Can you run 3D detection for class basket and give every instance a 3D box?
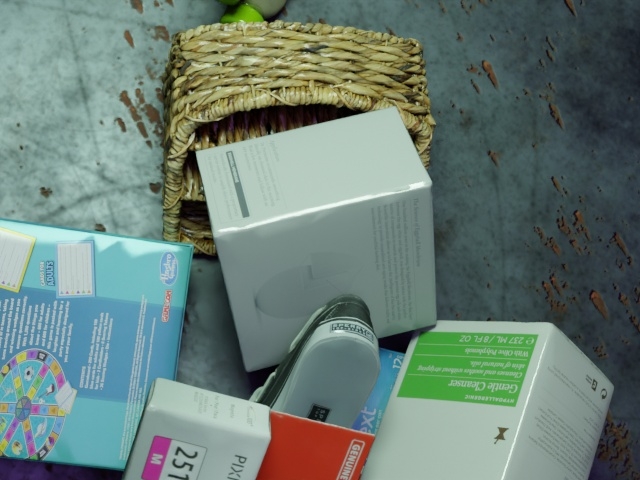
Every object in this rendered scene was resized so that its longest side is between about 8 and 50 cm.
[{"bbox_3d":[-0.026,-0.109,1.285,0.299,0.213,0.223,2,77,-13],"label":"basket"}]

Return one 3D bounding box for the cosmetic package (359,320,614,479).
[{"bbox_3d":[0.156,0.280,1.210,0.155,0.197,0.366,42,59,-35],"label":"cosmetic package"}]

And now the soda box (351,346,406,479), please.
[{"bbox_3d":[0.043,0.228,1.301,0.071,0.067,0.210,16,74,-9],"label":"soda box"}]

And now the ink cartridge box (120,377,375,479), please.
[{"bbox_3d":[-0.096,0.296,1.179,0.238,0.060,0.275,16,113,-9],"label":"ink cartridge box"}]

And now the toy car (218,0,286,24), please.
[{"bbox_3d":[-0.133,-0.352,1.384,0.188,0.149,0.155,20,67,22],"label":"toy car"}]

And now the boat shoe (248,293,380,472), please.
[{"bbox_3d":[-0.028,0.190,1.229,0.113,0.105,0.306,18,118,-9],"label":"boat shoe"}]

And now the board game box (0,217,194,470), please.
[{"bbox_3d":[-0.322,0.108,1.229,0.336,0.079,0.254,9,80,-11],"label":"board game box"}]

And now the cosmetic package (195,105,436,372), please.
[{"bbox_3d":[0.000,0.000,1.228,0.224,0.224,0.138,-12,46,-5],"label":"cosmetic package"}]
